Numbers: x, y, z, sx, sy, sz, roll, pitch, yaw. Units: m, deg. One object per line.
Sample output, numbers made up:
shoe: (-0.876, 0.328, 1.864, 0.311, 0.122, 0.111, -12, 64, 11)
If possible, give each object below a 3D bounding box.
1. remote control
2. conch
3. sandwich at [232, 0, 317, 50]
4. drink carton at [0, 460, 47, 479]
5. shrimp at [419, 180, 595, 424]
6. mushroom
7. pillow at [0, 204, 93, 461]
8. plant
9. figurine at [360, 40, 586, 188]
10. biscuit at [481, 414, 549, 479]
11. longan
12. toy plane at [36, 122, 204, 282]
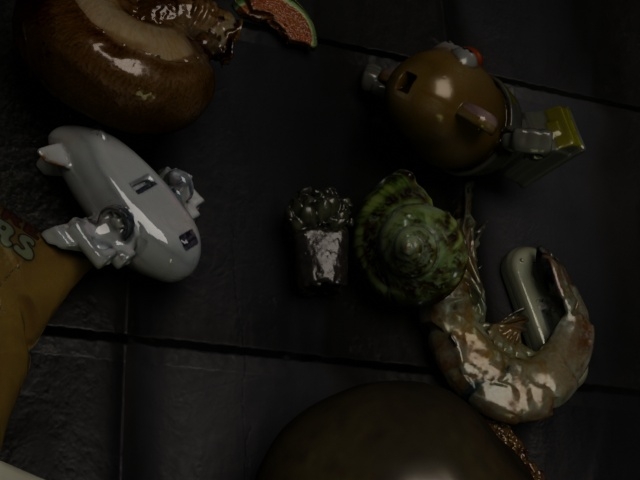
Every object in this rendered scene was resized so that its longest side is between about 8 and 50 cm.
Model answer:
remote control: (0.319, 0.108, 1.749, 0.078, 0.042, 0.221, -5, 67, -27)
conch: (0.108, -0.002, 1.619, 0.124, 0.181, 0.187, -13, 86, -27)
sandwich: (-0.057, -0.321, 1.785, 0.135, 0.029, 0.067, 37, 56, -3)
drink carton: (-0.258, 0.376, 1.276, 0.325, 0.132, 0.194, 27, 58, -14)
shrimp: (0.249, 0.078, 1.689, 0.247, 0.085, 0.360, -3, 63, -15)
mushroom: (-0.243, -0.241, 1.539, 0.278, 0.163, 0.297, 6, 34, -17)
pillow: (-0.430, 0.054, 1.349, 0.310, 0.119, 0.312, 29, 49, -14)
plant: (0.000, 0.000, 1.613, 0.094, 0.092, 0.143, -6, 72, 1)
figurine: (0.203, -0.174, 1.712, 0.285, 0.342, 0.167, 13, 80, -43)
biscuit: (0.261, 0.315, 1.621, 0.064, 0.034, 0.199, -30, 82, -35)
longan: (0.094, 0.328, 1.372, 0.361, 0.361, 0.361, 11, 61, -21)
toy plane: (-0.244, -0.044, 1.500, 0.245, 0.117, 0.244, 29, 37, -25)
